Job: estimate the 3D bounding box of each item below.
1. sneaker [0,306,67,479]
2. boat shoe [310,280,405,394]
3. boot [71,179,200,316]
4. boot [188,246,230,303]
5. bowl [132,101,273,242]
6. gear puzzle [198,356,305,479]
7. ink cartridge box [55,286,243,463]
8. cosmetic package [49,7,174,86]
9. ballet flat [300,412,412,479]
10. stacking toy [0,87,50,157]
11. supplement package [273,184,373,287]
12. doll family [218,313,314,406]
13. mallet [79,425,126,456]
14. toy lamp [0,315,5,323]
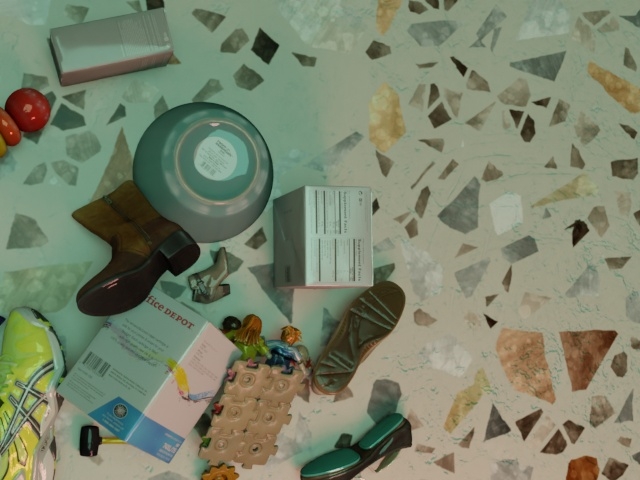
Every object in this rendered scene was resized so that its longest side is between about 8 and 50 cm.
[{"bbox_3d":[-0.589,0.319,1.713,0.147,0.145,0.385,6,81,-48],"label":"sneaker"},{"bbox_3d":[0.077,0.216,1.975,0.109,0.098,0.302,37,69,-2],"label":"boat shoe"},{"bbox_3d":[-0.416,0.003,1.752,0.264,0.096,0.280,-37,52,-20],"label":"boot"},{"bbox_3d":[-0.241,0.076,1.914,0.087,0.042,0.118,-6,87,-15],"label":"boot"},{"bbox_3d":[-0.230,-0.153,1.872,0.311,0.163,0.312,1,87,-17],"label":"bowl"},{"bbox_3d":[-0.162,0.394,1.861,0.175,0.044,0.339,14,108,-27],"label":"gear puzzle"},{"bbox_3d":[-0.328,0.256,1.754,0.198,0.197,0.270,28,75,27],"label":"ink cartridge box"},{"bbox_3d":[-0.434,-0.399,1.846,0.238,0.127,0.107,-13,90,-20],"label":"cosmetic package"},{"bbox_3d":[0.091,0.487,1.962,0.280,0.095,0.096,-26,106,-17],"label":"ballet flat"},{"bbox_3d":[-0.682,-0.195,1.759,0.330,0.141,0.141,-42,98,-21],"label":"stacking toy"},{"bbox_3d":[0.000,0.000,1.878,0.145,0.262,0.204,0,86,-16],"label":"supplement package"},{"bbox_3d":[-0.117,0.248,1.897,0.263,0.118,0.163,24,82,-16],"label":"doll family"},{"bbox_3d":[-0.404,0.424,1.843,0.189,0.039,0.062,12,82,-20],"label":"mallet"},{"bbox_3d":[-0.746,0.091,1.737,0.274,0.080,0.080,42,75,-9],"label":"toy lamp"}]
